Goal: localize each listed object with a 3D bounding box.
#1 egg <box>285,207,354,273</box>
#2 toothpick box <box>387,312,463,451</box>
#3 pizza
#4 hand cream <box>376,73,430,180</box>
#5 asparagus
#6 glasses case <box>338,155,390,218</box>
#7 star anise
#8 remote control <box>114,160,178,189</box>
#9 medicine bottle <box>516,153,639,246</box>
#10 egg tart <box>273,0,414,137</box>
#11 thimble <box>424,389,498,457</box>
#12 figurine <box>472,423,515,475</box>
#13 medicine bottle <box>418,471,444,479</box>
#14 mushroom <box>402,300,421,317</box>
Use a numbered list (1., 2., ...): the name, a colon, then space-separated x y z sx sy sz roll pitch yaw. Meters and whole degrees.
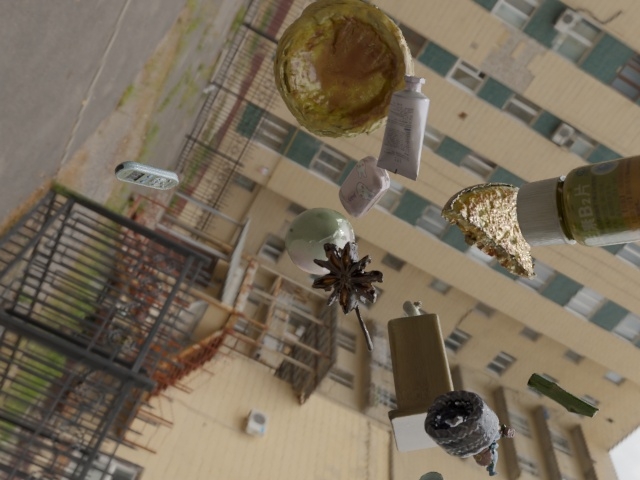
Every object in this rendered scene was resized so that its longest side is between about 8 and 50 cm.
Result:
1. egg: 0.000 0.000 1.700 0.183 0.183 0.217 -64 -174 -9
2. toothpick box: 0.268 0.365 1.694 0.308 0.190 0.187 -93 169 -45
3. pizza: 0.642 -0.020 2.348 0.440 0.405 0.130 -17 167 -38
4. hand cream: 0.122 -0.164 0.917 0.084 0.053 0.142 30 -60 46
5. asparagus: 0.578 0.373 1.526 0.178 0.041 0.045 29 -81 47
6. glasses case: 0.127 -0.154 1.918 0.075 0.113 0.297 -31 171 -21
7. star anise: 0.056 0.110 1.404 0.073 0.177 0.233 -13 115 -55
8. remote control: -0.584 -0.220 2.161 0.087 0.244 0.047 -24 -110 30
9. medicine bottle: 0.743 -0.096 1.712 0.385 0.224 0.224 -9 -133 40
10. egg tart: 0.065 -0.462 1.739 0.387 0.388 0.169 -57 -177 28
11. thimble: 0.221 0.288 1.009 0.104 0.066 0.095 -5 -137 57
12. figurine: 0.497 0.594 1.894 0.114 0.145 0.178 134 -57 -72
13. medicine bottle: 0.278 0.614 1.415 0.074 0.218 0.074 -21 -159 8
14. mushroom: 0.375 0.272 2.564 0.079 0.085 0.085 -33 -174 -10
